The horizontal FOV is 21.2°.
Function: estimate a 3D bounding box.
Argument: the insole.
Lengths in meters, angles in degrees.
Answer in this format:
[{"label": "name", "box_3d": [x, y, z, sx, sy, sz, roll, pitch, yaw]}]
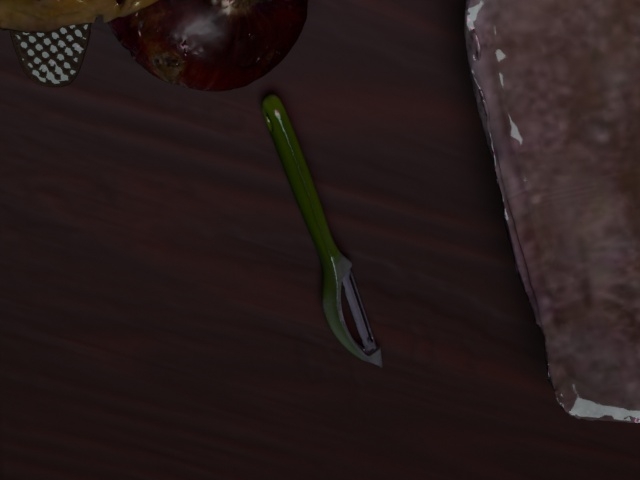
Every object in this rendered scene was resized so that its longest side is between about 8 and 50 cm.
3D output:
[{"label": "insole", "box_3d": [-0.140, -0.143, 0.891, 0.045, 0.002, 0.135, 4, 115, -7]}]

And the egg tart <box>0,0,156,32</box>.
[{"label": "egg tart", "box_3d": [-0.100, -0.191, 0.791, 0.212, 0.212, 0.090, -40, 152, 14]}]

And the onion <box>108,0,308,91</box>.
[{"label": "onion", "box_3d": [-0.057, -0.127, 0.859, 0.107, 0.097, 0.107, 2, 78, -8]}]

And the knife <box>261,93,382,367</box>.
[{"label": "knife", "box_3d": [0.000, 0.000, 0.959, 0.026, 0.022, 0.184, -30, 117, -19]}]

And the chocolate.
[{"label": "chocolate", "box_3d": [0.186, -0.048, 0.909, 0.185, 0.100, 0.303, -11, 114, 12]}]
